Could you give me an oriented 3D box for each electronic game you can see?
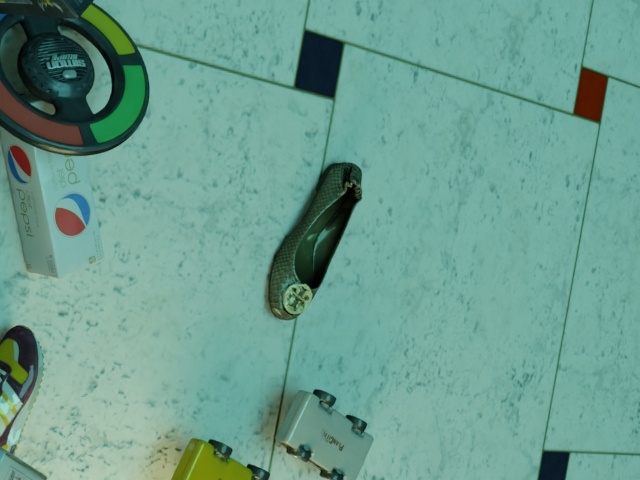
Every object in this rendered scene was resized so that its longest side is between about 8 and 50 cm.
[{"bbox_3d":[-0.302,-0.198,1.769,0.229,0.048,0.229,18,54,-26],"label":"electronic game"}]

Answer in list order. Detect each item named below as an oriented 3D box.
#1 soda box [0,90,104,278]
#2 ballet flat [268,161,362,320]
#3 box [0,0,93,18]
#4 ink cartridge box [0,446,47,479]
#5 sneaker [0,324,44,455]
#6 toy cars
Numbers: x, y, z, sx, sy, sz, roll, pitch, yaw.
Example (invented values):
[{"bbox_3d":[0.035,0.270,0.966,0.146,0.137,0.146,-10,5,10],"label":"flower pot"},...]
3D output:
[{"bbox_3d":[-0.320,-0.068,1.831,0.074,0.069,0.216,-24,114,-41],"label":"soda box"},{"bbox_3d":[0.000,0.000,2.178,0.084,0.058,0.249,41,68,-41],"label":"ballet flat"},{"bbox_3d":[-0.296,-0.328,1.690,0.183,0.233,0.059,-56,133,-23],"label":"box"},{"bbox_3d":[-0.490,0.328,1.639,0.309,0.272,0.130,-65,161,-15],"label":"ink cartridge box"},{"bbox_3d":[-0.386,0.186,1.808,0.084,0.070,0.185,21,81,-51],"label":"sneaker"},{"bbox_3d":[-0.078,0.301,2.138,0.394,0.087,0.176,-19,115,-46],"label":"toy cars"}]
